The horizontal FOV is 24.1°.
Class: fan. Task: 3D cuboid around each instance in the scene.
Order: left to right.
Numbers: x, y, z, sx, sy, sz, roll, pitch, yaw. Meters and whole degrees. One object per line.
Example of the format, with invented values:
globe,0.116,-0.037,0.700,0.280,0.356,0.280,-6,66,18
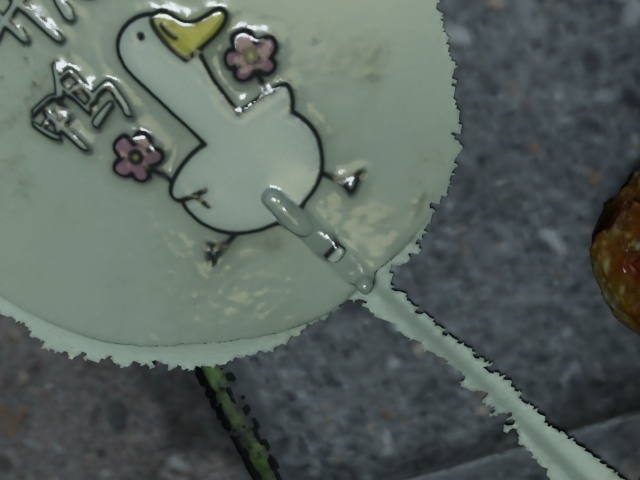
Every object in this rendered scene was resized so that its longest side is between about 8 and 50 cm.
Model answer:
fan,0.000,0.000,0.580,0.415,0.012,0.233,40,113,-14

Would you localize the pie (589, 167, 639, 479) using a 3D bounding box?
pie,0.236,-0.001,0.341,0.180,0.418,0.395,44,109,-11
